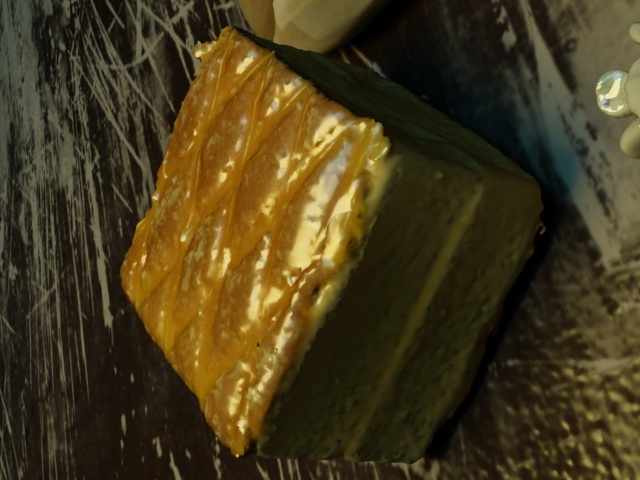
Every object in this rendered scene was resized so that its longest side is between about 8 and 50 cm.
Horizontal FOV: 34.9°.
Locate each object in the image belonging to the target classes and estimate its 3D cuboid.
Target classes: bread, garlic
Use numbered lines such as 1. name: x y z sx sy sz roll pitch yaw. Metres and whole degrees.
1. bread: 0.000 0.000 0.838 0.279 0.207 0.279 40 111 51
2. garlic: 0.011 -0.333 0.986 0.325 0.132 0.279 -29 50 40

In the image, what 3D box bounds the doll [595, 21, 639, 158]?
1. doll: 0.320 -0.083 0.513 0.384 0.099 0.188 2 83 44
